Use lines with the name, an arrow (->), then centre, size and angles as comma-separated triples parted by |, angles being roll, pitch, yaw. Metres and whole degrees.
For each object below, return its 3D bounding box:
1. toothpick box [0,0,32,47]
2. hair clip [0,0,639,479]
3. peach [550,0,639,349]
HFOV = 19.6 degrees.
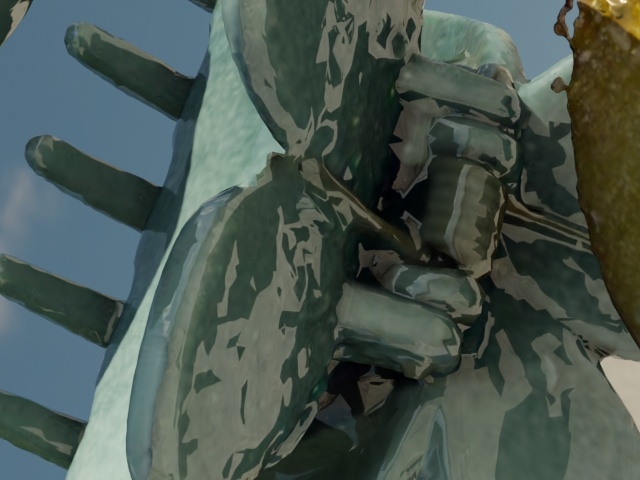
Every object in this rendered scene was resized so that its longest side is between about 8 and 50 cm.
toothpick box -> -0.197, -0.124, 0.645 | 0.120, 0.184, 0.120 | -41, -3, -3
hair clip -> 0.000, 0.000, 0.811 | 0.392, 0.238, 0.318 | 29, -111, -38
peach -> 0.194, -0.008, 0.695 | 0.068, 0.279, 0.189 | -1, -42, -50
